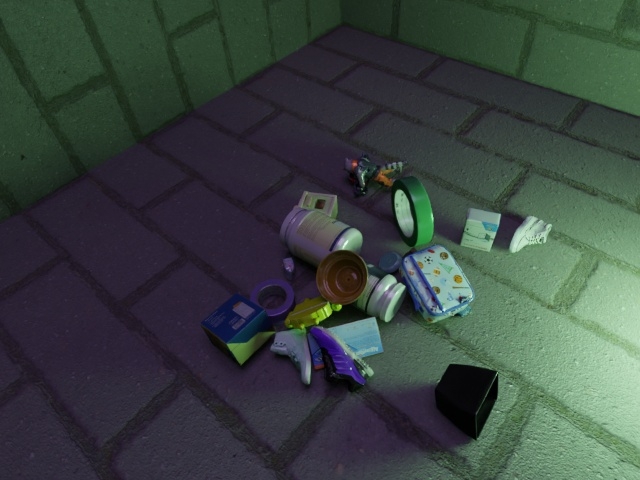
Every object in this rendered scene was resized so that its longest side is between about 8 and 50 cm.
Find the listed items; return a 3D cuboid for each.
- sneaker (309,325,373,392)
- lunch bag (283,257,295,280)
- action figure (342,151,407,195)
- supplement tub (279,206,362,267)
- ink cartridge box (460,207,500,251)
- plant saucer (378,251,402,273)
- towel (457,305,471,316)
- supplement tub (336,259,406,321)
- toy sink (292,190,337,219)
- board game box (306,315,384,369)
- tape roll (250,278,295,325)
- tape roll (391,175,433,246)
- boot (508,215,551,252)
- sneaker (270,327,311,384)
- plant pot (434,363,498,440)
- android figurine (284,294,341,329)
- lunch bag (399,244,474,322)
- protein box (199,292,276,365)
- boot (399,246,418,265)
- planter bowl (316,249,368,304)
[{"bbox_3d":[0.051,0.452,1.701,0.293,0.102,0.146,42,74,4],"label":"sneaker"},{"bbox_3d":[-0.140,0.133,2.066,0.053,0.071,0.083,-9,46,-9],"label":"lunch bag"},{"bbox_3d":[0.284,-0.401,2.438,0.330,0.179,0.341,6,51,-3],"label":"action figure"},{"bbox_3d":[0.000,0.000,2.063,0.324,0.235,0.235,27,56,25],"label":"supplement tub"},{"bbox_3d":[0.728,-0.048,2.074,0.139,0.191,0.082,13,52,16],"label":"ink cartridge box"},{"bbox_3d":[0.313,0.096,2.064,0.119,0.021,0.119,-20,42,19],"label":"plant saucer"},{"bbox_3d":[0.575,0.268,1.917,0.067,0.029,0.119,-26,52,-17],"label":"towel"},{"bbox_3d":[0.200,0.200,1.899,0.272,0.191,0.191,29,57,26],"label":"supplement tub"},{"bbox_3d":[-0.044,-0.149,2.266,0.234,0.131,0.153,8,49,12],"label":"toy sink"},{"bbox_3d":[0.098,0.402,1.789,0.281,0.027,0.145,-12,84,-7],"label":"board game box"},{"bbox_3d":[-0.203,0.265,1.950,0.188,0.080,0.189,-3,49,3],"label":"tape roll"},{"bbox_3d":[0.417,-0.132,2.086,0.077,0.321,0.321,-13,49,-8],"label":"tape roll"},{"bbox_3d":[0.974,-0.018,2.090,0.123,0.095,0.258,24,54,32],"label":"boot"},{"bbox_3d":[-0.116,0.456,1.763,0.151,0.094,0.256,-6,39,-8],"label":"sneaker"},{"bbox_3d":[0.505,0.544,1.589,0.166,0.188,0.187,19,52,34],"label":"plant pot"},{"bbox_3d":[-0.030,0.284,1.828,0.248,0.056,0.273,-22,10,10],"label":"android figurine"},{"bbox_3d":[0.473,0.181,1.872,0.243,0.115,0.303,-18,63,-16],"label":"lunch bag"},{"bbox_3d":[-0.330,0.348,1.814,0.201,0.136,0.200,20,51,43],"label":"protein box"},{"bbox_3d":[0.436,0.143,2.026,0.106,0.082,0.219,-34,56,5],"label":"boot"},{"bbox_3d":[0.099,0.150,1.797,0.217,0.090,0.217,-6,76,24],"label":"planter bowl"}]
